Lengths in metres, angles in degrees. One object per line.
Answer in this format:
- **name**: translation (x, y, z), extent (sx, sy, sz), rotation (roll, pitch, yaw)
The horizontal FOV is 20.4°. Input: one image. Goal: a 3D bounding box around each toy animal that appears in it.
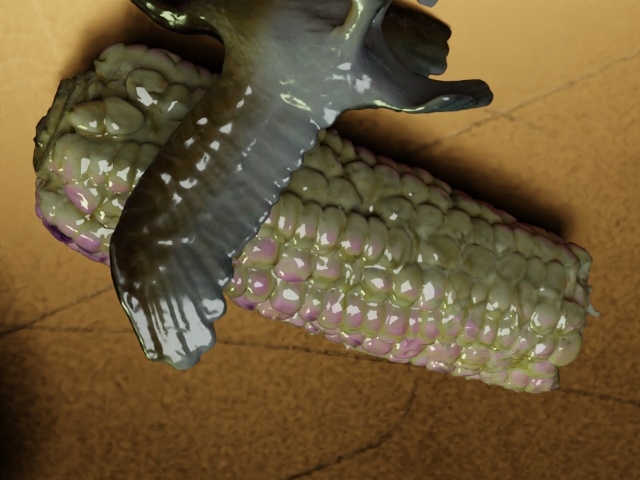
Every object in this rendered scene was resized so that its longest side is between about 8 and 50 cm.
- **toy animal**: translation (-0.015, -0.105, 0.880), extent (0.160, 0.272, 0.197), rotation (-28, 103, 44)

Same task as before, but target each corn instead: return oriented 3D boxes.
- **corn**: translation (-0.001, 0.000, 0.992), extent (0.335, 0.127, 0.127), rotation (24, 111, -12)

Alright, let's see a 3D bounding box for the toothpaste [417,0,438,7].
- **toothpaste**: translation (-0.031, -0.194, 0.873), extent (0.323, 0.066, 0.100), rotation (11, 116, -42)
